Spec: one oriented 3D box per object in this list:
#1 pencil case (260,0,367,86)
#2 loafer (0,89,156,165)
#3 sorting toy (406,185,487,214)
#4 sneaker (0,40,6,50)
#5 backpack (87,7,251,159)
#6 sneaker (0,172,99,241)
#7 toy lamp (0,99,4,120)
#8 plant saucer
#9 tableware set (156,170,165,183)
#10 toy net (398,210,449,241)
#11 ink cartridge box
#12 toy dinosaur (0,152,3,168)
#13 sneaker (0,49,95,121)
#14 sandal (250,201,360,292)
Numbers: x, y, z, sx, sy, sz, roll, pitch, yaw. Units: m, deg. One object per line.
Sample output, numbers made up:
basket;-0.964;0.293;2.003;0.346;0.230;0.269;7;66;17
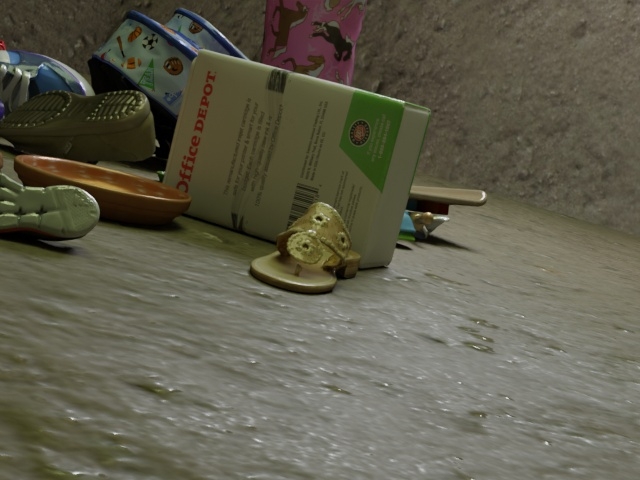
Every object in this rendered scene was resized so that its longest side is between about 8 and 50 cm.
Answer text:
pencil case;-0.023;-0.224;1.932;0.160;0.386;0.167;18;18;37
loafer;-0.326;-0.140;1.831;0.269;0.092;0.102;4;40;39
sorting toy;0.076;-0.067;2.142;0.229;0.041;0.307;0;4;-40
sneaker;-0.478;-0.243;2.159;0.221;0.128;0.087;10;8;-29
backpack;-0.218;-0.241;2.135;0.263;0.213;0.276;36;-8;-36
sneaker;-0.278;-0.024;1.223;0.158;0.061;0.065;14;-20;-7
toy lamp;-0.488;-0.170;1.782;0.080;0.080;0.275;16;7;9
plant saucer;-0.244;-0.054;1.523;0.200;0.037;0.200;14;6;-2
tableware set;-0.164;-0.075;1.897;0.104;0.024;0.154;10;8;-27
toy net;0.109;-0.023;1.987;0.122;0.045;0.232;5;0;25
ink cartridge box;-0.031;-0.099;1.639;0.273;0.198;0.115;18;7;21
toy dinosaur;-0.481;-0.147;1.506;0.296;0.127;0.200;-18;66;-47
sneaker;-0.510;-0.215;1.962;0.323;0.130;0.236;19;15;10
sandal;-0.006;-0.002;1.413;0.088;0.079;0.240;16;7;14
